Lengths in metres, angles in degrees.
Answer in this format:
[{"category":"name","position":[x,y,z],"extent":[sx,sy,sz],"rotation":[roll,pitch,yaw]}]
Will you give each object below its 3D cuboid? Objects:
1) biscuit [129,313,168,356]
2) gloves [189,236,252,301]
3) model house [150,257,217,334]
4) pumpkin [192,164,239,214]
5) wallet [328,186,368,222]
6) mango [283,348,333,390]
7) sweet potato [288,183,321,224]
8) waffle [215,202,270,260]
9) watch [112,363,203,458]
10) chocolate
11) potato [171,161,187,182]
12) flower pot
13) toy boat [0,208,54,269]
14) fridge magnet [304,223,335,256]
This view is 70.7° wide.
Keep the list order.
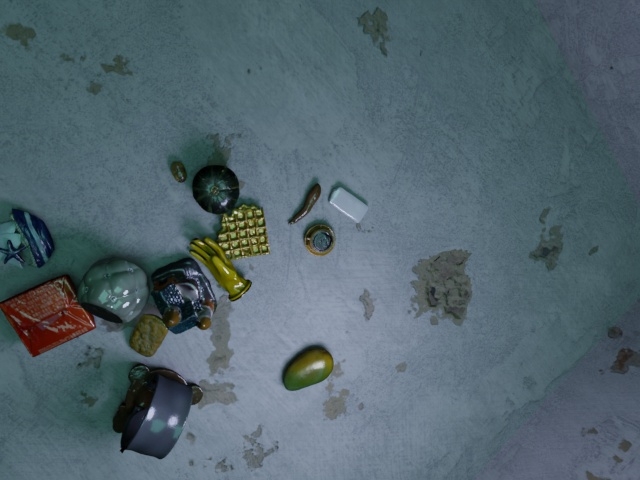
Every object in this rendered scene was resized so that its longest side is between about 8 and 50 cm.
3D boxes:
[{"category":"biscuit","position":[-0.669,0.371,1.749],"extent":[0.118,0.029,0.247],"rotation":[35,123,-3]},{"category":"gloves","position":[-0.413,0.103,1.801],"extent":[0.133,0.116,0.294],"rotation":[-28,114,24]},{"category":"model house","position":[-0.514,0.239,1.711],"extent":[0.190,0.301,0.271],"rotation":[-22,107,-6]},{"category":"pumpkin","position":[-0.401,-0.195,1.732],"extent":[0.191,0.146,0.190],"rotation":[0,82,-3]},{"category":"wallet","position":[0.121,-0.159,1.980],"extent":[0.190,0.033,0.095],"rotation":[35,87,-22]},{"category":"mango","position":[-0.058,0.582,2.032],"extent":[0.251,0.114,0.156],"rotation":[-26,119,0]},{"category":"sweet potato","position":[-0.060,-0.145,1.915],"extent":[0.050,0.050,0.214],"rotation":[34,92,-22]},{"category":"waffle","position":[-0.329,-0.033,1.838],"extent":[0.219,0.057,0.229],"rotation":[-12,104,-16]},{"category":"watch","position":[-0.636,0.684,1.734],"extent":[0.314,0.327,0.335],"rotation":[31,90,-21]},{"category":"chocolate","position":[-0.985,0.264,1.649],"extent":[0.238,0.108,0.234],"rotation":[-27,108,-13]},{"category":"potato","position":[-0.542,-0.262,1.728],"extent":[0.051,0.040,0.083],"rotation":[-23,109,-19]},{"category":"flower pot","position":[-0.747,0.180,1.645],"extent":[0.246,0.246,0.195],"rotation":[34,57,-22]},{"category":"toy boat","position":[-1.086,0.033,1.592],"extent":[0.292,0.070,0.210],"rotation":[-41,106,-3]},{"category":"fridge magnet","position":[0.000,0.000,1.954],"extent":[0.143,0.063,0.143],"rotation":[-3,99,-16]}]
